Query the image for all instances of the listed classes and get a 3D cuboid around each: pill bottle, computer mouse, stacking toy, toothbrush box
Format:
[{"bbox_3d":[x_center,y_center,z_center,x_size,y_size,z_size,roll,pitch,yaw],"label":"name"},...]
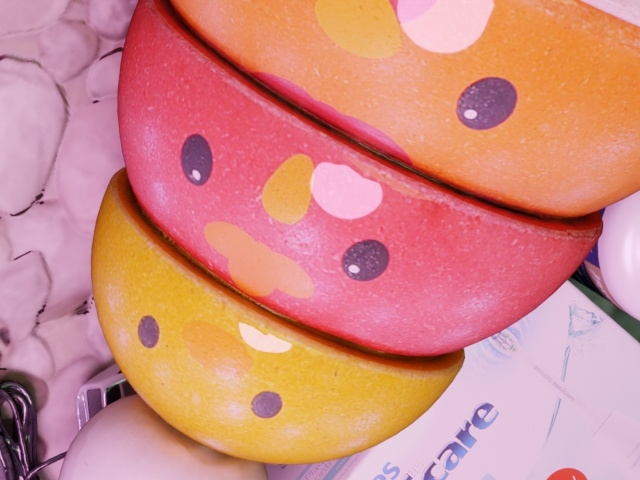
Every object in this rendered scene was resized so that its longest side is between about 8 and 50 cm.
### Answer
[{"bbox_3d":[0.202,-0.008,1.055,0.112,0.187,0.112,-4,105,-15],"label":"pill bottle"},{"bbox_3d":[-0.106,0.104,1.070,0.193,0.042,0.106,-23,97,-7],"label":"computer mouse"},{"bbox_3d":[0.000,0.000,0.943,0.351,0.350,0.480,20,106,-20],"label":"stacking toy"},{"bbox_3d":[0.141,0.158,1.114,0.295,0.126,0.216,41,90,-20],"label":"toothbrush box"}]
